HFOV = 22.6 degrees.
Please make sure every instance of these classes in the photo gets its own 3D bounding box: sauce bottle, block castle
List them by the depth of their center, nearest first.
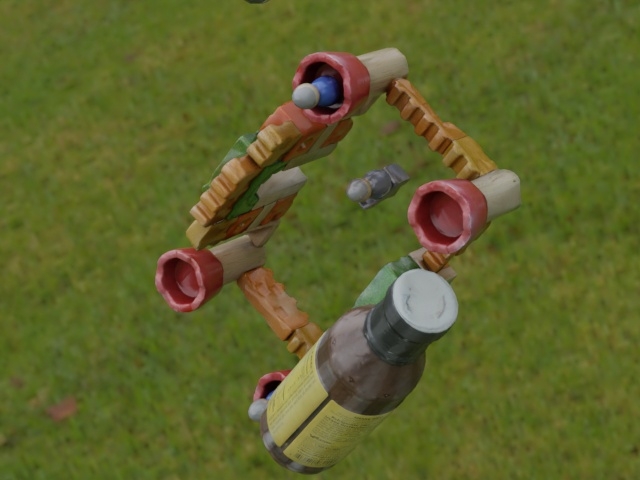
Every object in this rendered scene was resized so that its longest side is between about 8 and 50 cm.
[{"bbox_3d":[0.041,0.137,1.643,0.111,0.111,0.344,-43,-4,-35],"label":"sauce bottle"},{"bbox_3d":[0.000,0.000,1.975,0.213,0.303,0.453,-22,-23,-50],"label":"block castle"}]

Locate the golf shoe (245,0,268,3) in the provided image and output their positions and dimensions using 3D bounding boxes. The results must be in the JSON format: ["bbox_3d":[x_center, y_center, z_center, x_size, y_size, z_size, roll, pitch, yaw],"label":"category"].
[{"bbox_3d":[-0.119,-0.276,1.106,0.120,0.105,0.273,-10,52,-51],"label":"golf shoe"}]
